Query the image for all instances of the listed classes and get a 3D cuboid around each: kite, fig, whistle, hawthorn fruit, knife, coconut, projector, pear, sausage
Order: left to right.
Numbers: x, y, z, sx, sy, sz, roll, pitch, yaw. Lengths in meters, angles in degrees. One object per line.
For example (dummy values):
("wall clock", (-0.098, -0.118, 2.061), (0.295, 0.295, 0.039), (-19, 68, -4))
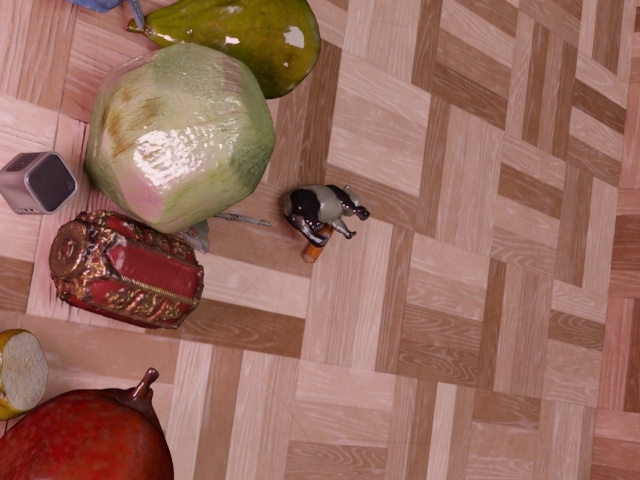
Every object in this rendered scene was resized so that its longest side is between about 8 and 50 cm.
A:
("pear", (-0.488, 0.204, 1.651), (0.141, 0.104, 0.141), (-5, 90, -72))
("projector", (-0.445, -0.090, 1.707), (0.083, 0.082, 0.083), (-52, 128, -35))
("hawthorn fruit", (-0.372, 0.373, 1.655), (0.308, 0.308, 0.324), (43, 36, -40))
("whistle", (-0.374, -0.423, 1.783), (0.158, 0.090, 0.090), (12, 82, -47))
("knife", (-0.340, -0.461, 1.849), (0.028, 0.015, 0.210), (-49, 120, -71))
("coconut", (-0.243, -0.163, 1.792), (0.281, 0.329, 0.328), (39, 60, -66))
("kite", (-0.204, -0.049, 1.942), (0.250, 0.012, 0.229), (11, 40, -20))
("fig", (-0.154, -0.386, 1.937), (0.314, 0.233, 0.233), (31, 65, -20))
("sausage", (0.000, 0.000, 2.256), (0.107, 0.031, 0.031), (-57, 129, -32))

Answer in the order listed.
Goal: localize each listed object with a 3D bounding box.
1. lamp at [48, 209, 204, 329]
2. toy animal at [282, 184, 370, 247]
("lamp", (-0.318, 0.053, 1.799), (0.274, 0.177, 0.177), (25, 72, -48))
("toy animal", (0.015, -0.062, 2.219), (0.225, 0.094, 0.121), (-13, 58, -44))
